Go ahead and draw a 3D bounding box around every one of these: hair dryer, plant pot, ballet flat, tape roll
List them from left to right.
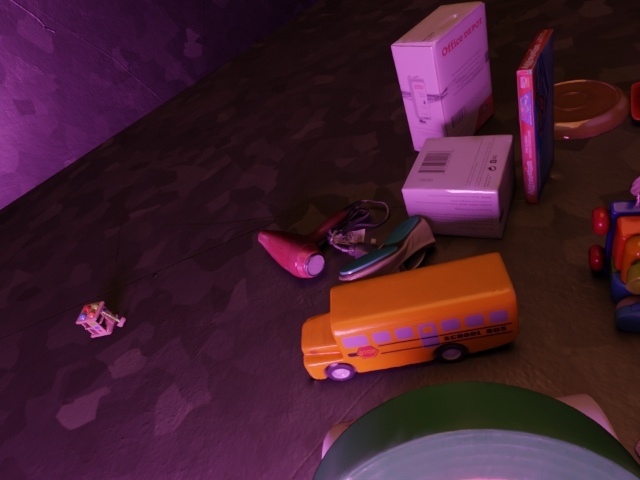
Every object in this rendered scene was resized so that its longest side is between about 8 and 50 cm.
[{"bbox_3d":[0.000,0.000,0.992,0.294,0.080,0.223,-3,30,14],"label":"hair dryer"},{"bbox_3d":[0.133,0.036,0.826,0.086,0.086,0.248,17,37,39],"label":"ballet flat"},{"bbox_3d":[0.140,0.286,0.396,0.322,0.321,0.077,-16,8,10],"label":"tape roll"},{"bbox_3d":[0.582,-0.313,1.056,0.237,0.032,0.236,-13,41,12],"label":"plant pot"}]

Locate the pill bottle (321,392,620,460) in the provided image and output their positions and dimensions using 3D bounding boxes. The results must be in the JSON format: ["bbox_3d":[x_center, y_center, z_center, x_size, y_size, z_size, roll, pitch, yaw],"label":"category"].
[{"bbox_3d":[0.167,0.267,0.514,0.302,0.169,0.169,-17,40,10],"label":"pill bottle"}]

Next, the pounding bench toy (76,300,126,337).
[{"bbox_3d":[-0.494,0.174,1.033,0.083,0.065,0.052,-13,41,13],"label":"pounding bench toy"}]

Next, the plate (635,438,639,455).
[{"bbox_3d":[0.537,0.225,0.446,0.278,0.045,0.277,-30,32,-7],"label":"plate"}]

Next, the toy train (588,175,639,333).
[{"bbox_3d":[0.431,0.007,0.612,0.105,0.248,0.143,-1,49,26],"label":"toy train"}]

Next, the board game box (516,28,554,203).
[{"bbox_3d":[0.404,-0.221,0.846,0.027,0.281,0.145,9,50,35],"label":"board game box"}]

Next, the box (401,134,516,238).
[{"bbox_3d":[0.282,-0.111,0.914,0.182,0.119,0.180,5,48,30],"label":"box"}]

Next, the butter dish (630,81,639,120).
[{"bbox_3d":[0.734,-0.330,0.930,0.160,0.118,0.159,4,46,30],"label":"butter dish"}]

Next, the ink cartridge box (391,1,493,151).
[{"bbox_3d":[0.297,-0.373,1.069,0.117,0.283,0.207,24,59,42],"label":"ink cartridge box"}]

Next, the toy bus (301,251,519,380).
[{"bbox_3d":[0.128,0.125,0.722,0.333,0.130,0.108,-13,41,13],"label":"toy bus"}]
